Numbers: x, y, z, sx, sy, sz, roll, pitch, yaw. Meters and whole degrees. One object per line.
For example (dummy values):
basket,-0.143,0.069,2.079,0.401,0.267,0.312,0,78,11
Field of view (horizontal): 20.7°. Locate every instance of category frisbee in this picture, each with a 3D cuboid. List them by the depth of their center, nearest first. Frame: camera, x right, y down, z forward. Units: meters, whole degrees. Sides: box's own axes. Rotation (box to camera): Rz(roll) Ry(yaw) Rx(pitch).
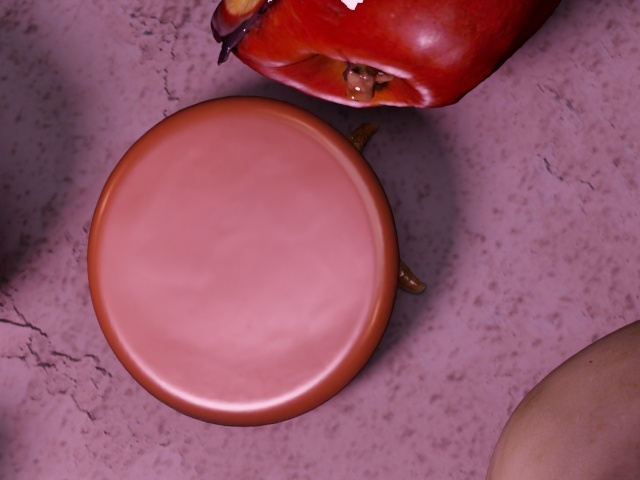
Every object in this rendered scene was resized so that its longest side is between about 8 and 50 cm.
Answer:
frisbee,-0.063,0.015,1.312,0.251,0.021,0.251,-1,88,17

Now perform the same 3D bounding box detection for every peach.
peach,0.090,-0.245,1.304,0.201,0.258,0.361,32,66,-17

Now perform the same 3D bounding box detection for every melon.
melon,0.248,0.173,1.160,0.308,0.272,0.272,-22,75,8

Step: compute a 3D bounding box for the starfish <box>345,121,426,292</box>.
starfish,0.000,0.000,1.338,0.176,0.053,0.208,19,85,0
